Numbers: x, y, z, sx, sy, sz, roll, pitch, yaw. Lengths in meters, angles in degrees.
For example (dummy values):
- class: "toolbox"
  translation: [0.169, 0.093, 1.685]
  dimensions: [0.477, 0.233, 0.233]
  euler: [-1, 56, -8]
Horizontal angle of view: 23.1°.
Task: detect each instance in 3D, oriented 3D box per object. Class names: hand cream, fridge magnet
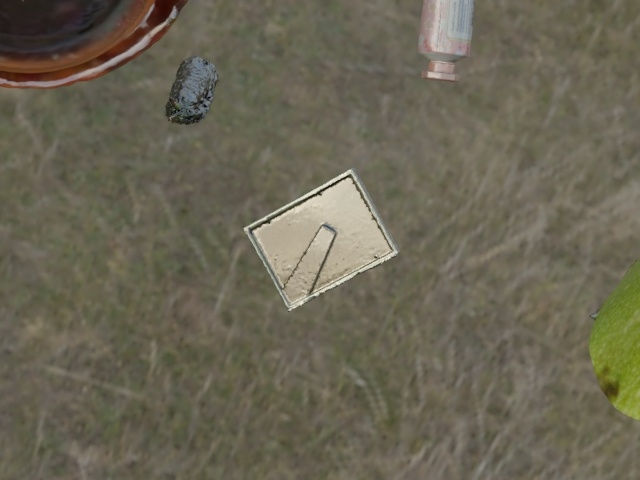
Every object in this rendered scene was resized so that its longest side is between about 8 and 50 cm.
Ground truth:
- class: "hand cream"
  translation: [0.109, -0.235, 1.282]
  dimensions: [0.043, 0.210, 0.067]
  euler: [9, 5, 35]
- class: "fridge magnet"
  translation: [-0.286, -0.310, 1.521]
  dimensions: [0.363, 0.364, 0.155]
  euler: [11, 28, -15]

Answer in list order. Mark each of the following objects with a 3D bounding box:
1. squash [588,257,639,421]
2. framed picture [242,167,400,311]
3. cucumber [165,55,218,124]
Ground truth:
- class: "squash"
  translation: [0.282, 0.051, 1.191]
  dimensions: [0.085, 0.184, 0.192]
  euler: [48, 19, -46]
- class: "framed picture"
  translation: [0.000, 0.000, 1.742]
  dimensions: [0.109, 0.149, 0.011]
  euler: [62, 19, 0]
- class: "cucumber"
  translation: [-0.145, -0.161, 1.730]
  dimensions: [0.053, 0.053, 0.181]
  euler: [20, 22, -4]
